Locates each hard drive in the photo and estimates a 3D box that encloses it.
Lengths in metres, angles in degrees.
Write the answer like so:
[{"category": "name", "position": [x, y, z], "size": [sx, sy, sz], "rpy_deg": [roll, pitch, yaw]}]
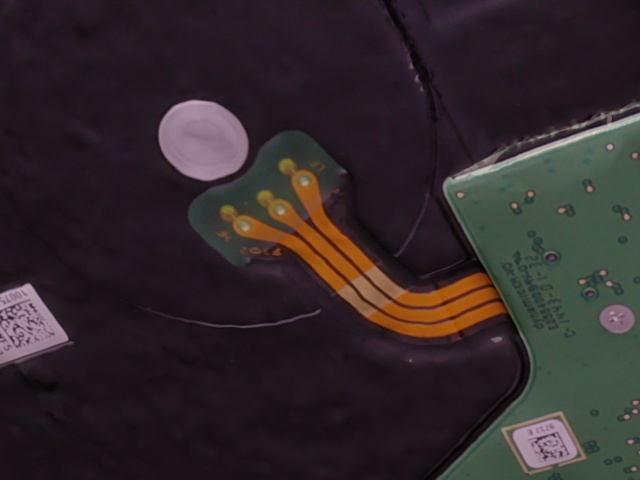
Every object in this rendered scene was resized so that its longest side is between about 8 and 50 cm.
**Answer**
[{"category": "hard drive", "position": [0.000, 0.000, 0.415], "size": [0.237, 0.339, 0.064], "rpy_deg": [-20, 28, 22]}]
